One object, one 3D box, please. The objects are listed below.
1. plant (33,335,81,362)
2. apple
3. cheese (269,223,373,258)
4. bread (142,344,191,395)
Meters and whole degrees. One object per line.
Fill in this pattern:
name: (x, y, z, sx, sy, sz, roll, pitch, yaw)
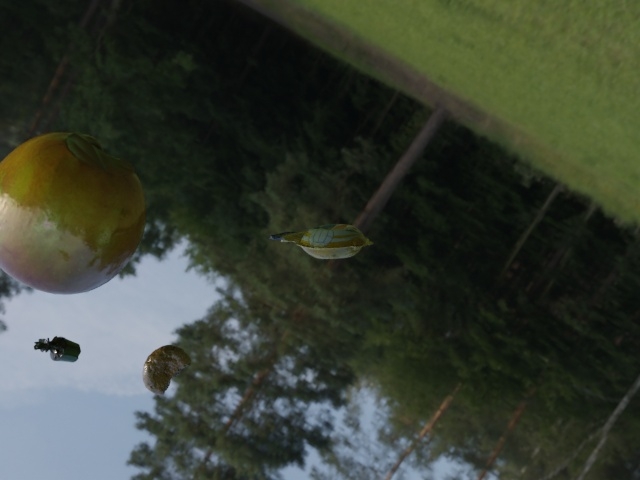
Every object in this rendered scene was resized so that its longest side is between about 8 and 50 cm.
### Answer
plant: (-0.520, 0.209, 1.659, 0.051, 0.051, 0.102, 40, -172, 39)
apple: (-0.566, -0.075, 1.910, 0.374, 0.374, 0.384, 28, -162, -6)
cheese: (0.000, 0.000, 2.002, 0.270, 0.069, 0.177, 5, -168, 40)
bread: (-0.342, 0.274, 1.848, 0.082, 0.113, 0.060, 47, 173, -16)
